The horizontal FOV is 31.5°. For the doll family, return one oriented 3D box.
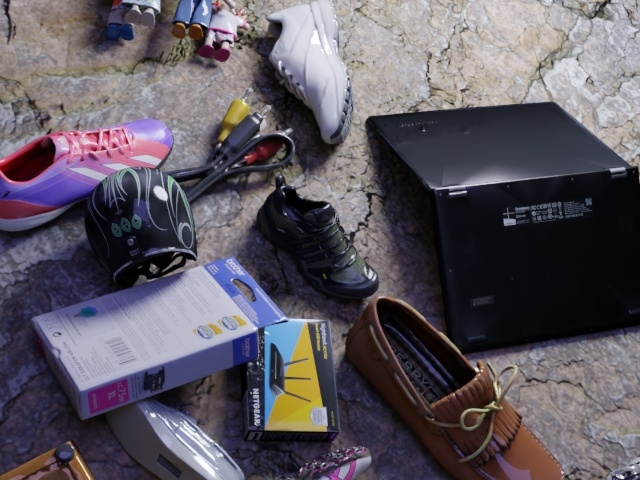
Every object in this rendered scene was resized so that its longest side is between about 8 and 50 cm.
[{"bbox_3d":[-0.240,-0.418,1.924,0.263,0.118,0.163,11,56,-9],"label":"doll family"}]

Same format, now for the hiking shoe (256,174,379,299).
[{"bbox_3d":[0.000,0.000,1.734,0.227,0.114,0.086,38,57,9],"label":"hiking shoe"}]

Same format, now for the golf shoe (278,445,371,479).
[{"bbox_3d":[-0.001,0.347,1.555,0.186,0.067,0.086,-26,98,-30],"label":"golf shoe"}]

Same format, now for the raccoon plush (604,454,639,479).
[{"bbox_3d":[0.415,0.493,1.433,0.216,0.299,0.446,2,59,-15],"label":"raccoon plush"}]

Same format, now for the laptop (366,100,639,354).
[{"bbox_3d":[0.317,-0.040,1.912,0.382,0.236,0.408,-7,90,-20],"label":"laptop"}]

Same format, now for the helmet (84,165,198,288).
[{"bbox_3d":[-0.262,-0.029,1.643,0.169,0.169,0.161,-12,71,-23],"label":"helmet"}]

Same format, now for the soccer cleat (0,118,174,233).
[{"bbox_3d":[-0.355,-0.122,1.697,0.318,0.116,0.108,-28,55,-28],"label":"soccer cleat"}]

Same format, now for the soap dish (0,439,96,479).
[{"bbox_3d":[-0.335,0.403,1.381,0.229,0.118,0.291,-25,67,-28],"label":"soap dish"}]

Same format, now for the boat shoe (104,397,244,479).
[{"bbox_3d":[-0.198,0.272,1.538,0.227,0.079,0.081,40,33,15],"label":"boat shoe"}]

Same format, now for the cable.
[{"bbox_3d":[-0.153,-0.117,1.815,0.139,0.072,0.287,43,69,1],"label":"cable"}]

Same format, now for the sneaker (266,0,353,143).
[{"bbox_3d":[-0.017,-0.281,1.930,0.129,0.111,0.297,-10,57,-4],"label":"sneaker"}]

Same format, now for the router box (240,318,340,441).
[{"bbox_3d":[-0.047,0.199,1.636,0.133,0.046,0.179,3,58,-15],"label":"router box"}]

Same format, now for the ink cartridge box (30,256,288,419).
[{"bbox_3d":[-0.221,0.128,1.579,0.311,0.065,0.186,-19,38,-24],"label":"ink cartridge box"}]

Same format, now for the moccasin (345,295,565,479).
[{"bbox_3d":[0.201,0.227,1.630,0.139,0.147,0.380,-31,72,-30],"label":"moccasin"}]
